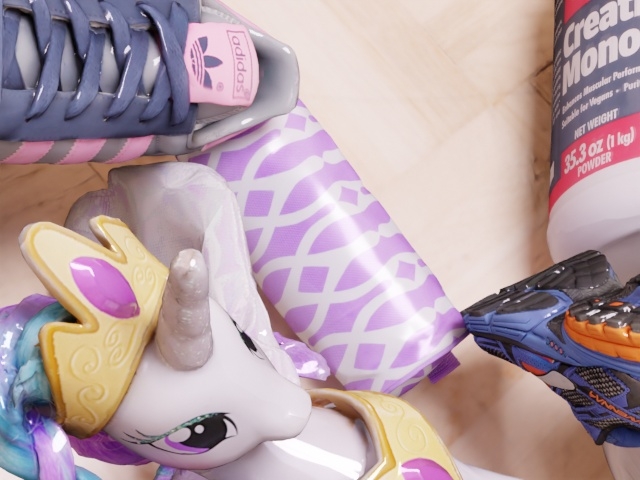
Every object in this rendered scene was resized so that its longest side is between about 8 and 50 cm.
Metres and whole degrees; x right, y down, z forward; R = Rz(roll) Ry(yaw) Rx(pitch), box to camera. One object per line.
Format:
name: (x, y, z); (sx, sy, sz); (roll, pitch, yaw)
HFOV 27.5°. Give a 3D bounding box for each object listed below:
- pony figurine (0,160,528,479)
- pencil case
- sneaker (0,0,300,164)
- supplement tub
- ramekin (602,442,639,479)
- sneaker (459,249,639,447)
pony figurine: (-0.027, 0.110, 0.573); (0.363, 0.351, 0.302); (32, 63, -26)
pencil case: (0.000, 0.000, 0.749); (0.086, 0.088, 0.206); (-36, 81, 9)
sneaker: (-0.101, -0.086, 0.572); (0.131, 0.319, 0.112); (4, 99, 14)
supplement tub: (0.239, -0.101, 0.812); (0.191, 0.191, 0.272); (13, 64, -14)
ramekin: (0.294, 0.105, 0.687); (0.273, 0.273, 0.127); (10, 29, -16)
sneaker: (0.135, 0.060, 0.645); (0.083, 0.221, 0.087); (-22, 98, -11)
